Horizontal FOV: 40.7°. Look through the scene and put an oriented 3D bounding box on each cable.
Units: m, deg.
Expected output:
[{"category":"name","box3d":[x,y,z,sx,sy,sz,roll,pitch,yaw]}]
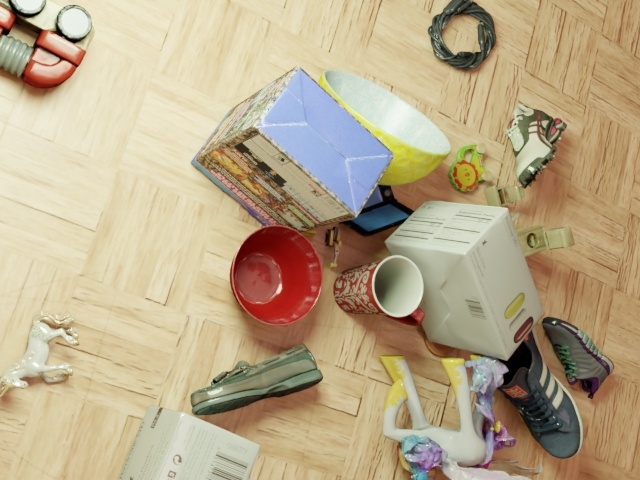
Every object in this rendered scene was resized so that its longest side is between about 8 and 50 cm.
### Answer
[{"category":"cable","box3d":[0.312,-0.449,1.905,0.150,0.047,0.184,49,62,-20]}]

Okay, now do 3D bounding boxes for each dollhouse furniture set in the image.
[{"category":"dollhouse furniture set","box3d":[0.420,-0.046,1.829,0.101,0.182,0.161,-17,92,-29]}]

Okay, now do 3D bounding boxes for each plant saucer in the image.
[{"category":"plant saucer","box3d":[0.254,0.201,1.806,0.083,0.013,0.083,3,83,-28]}]

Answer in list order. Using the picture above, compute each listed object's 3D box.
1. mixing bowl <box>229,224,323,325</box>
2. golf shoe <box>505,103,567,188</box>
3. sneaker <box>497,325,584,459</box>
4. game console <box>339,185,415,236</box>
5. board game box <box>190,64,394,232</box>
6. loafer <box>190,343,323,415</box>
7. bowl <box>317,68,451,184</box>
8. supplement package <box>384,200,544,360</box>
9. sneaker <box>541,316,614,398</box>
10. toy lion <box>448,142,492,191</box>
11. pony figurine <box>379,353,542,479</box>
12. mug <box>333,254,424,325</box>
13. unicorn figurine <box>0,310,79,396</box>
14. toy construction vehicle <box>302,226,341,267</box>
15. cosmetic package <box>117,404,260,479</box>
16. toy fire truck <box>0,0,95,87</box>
[{"category":"mixing bowl","box3d":[-0.096,0.068,1.587,0.181,0.098,0.181,4,82,-27]},{"category":"golf shoe","box3d":[0.451,-0.207,1.886,0.120,0.105,0.273,35,37,0]},{"category":"sneaker","box3d":[0.429,0.313,1.800,0.148,0.131,0.350,-24,86,-57]},{"category":"game console","box3d":[0.105,-0.080,1.721,0.144,0.085,0.124,-20,93,-29]},{"category":"board game box","box3d":[-0.056,-0.144,1.524,0.232,0.291,0.141,41,66,-19]},{"category":"loafer","box3d":[-0.122,0.251,1.568,0.267,0.096,0.084,-7,67,-35]},{"category":"bowl","box3d":[0.091,-0.189,1.666,0.289,0.289,0.156,22,115,-24]},{"category":"supplement package","box3d":[0.283,0.073,1.676,0.145,0.204,0.262,-44,122,-29]},{"category":"sneaker","box3d":[0.567,0.263,1.930,0.223,0.083,0.098,39,73,-19]},{"category":"toy lion","box3d":[0.321,-0.157,1.879,0.096,0.034,0.100,-10,88,-21]},{"category":"pony figurine","box3d":[0.274,0.407,1.677,0.351,0.303,0.363,-2,88,4]},{"category":"mug","box3d":[0.109,0.109,1.652,0.113,0.169,0.150,-23,95,-29]},{"category":"unicorn figurine","box3d":[-0.458,0.192,1.408,0.111,0.060,0.162,15,61,-25]},{"category":"toy construction vehicle","box3d":[0.000,0.000,1.683,0.086,0.035,0.098,12,78,-26]},{"category":"cosmetic package","box3d":[-0.223,0.374,1.433,0.151,0.183,0.151,29,71,-23]},{"category":"toy fire truck","box3d":[-0.509,-0.300,1.396,0.217,0.158,0.246,27,84,-23]}]
